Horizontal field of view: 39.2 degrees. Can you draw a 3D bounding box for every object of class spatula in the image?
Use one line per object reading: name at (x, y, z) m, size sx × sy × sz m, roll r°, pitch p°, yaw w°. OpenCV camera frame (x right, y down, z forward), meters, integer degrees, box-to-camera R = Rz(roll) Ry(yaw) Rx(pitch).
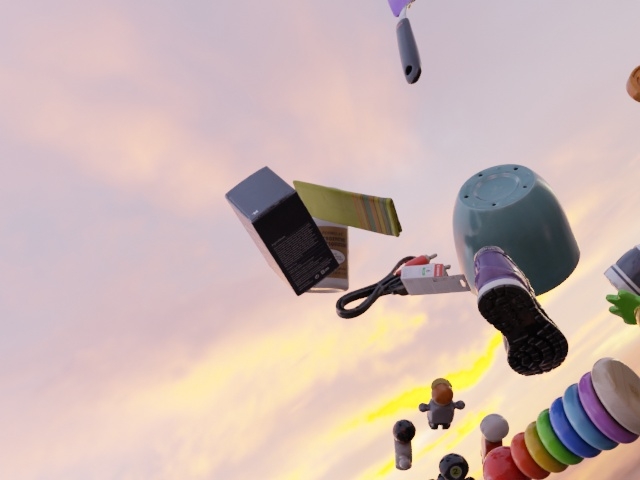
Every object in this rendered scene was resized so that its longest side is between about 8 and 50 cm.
spatula at (0.120, -0.312, 1.261) m, size 0.084 × 0.030 × 0.296 m, roll -49°, pitch 26°, yaw 38°

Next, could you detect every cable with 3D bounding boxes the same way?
cable at (0.159, 0.092, 2.075) m, size 0.287 × 0.139 × 0.072 m, roll -12°, pitch -46°, yaw -17°

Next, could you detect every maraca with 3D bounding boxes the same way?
maraca at (0.534, 0.117, 1.385) m, size 0.099 × 0.185 × 0.127 m, roll -62°, pitch -34°, yaw -24°

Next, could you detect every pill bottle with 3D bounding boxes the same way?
pill bottle at (0.000, 0.000, 2.023) m, size 0.131 × 0.229 × 0.131 m, roll 0°, pitch -9°, yaw 0°

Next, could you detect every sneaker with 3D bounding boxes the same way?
sneaker at (0.640, 0.115, 1.566) m, size 0.127 × 0.321 × 0.126 m, roll -46°, pitch 26°, yaw 12°
sneaker at (0.337, 0.115, 1.516) m, size 0.107 × 0.124 × 0.283 m, roll -21°, pitch -47°, yaw 15°

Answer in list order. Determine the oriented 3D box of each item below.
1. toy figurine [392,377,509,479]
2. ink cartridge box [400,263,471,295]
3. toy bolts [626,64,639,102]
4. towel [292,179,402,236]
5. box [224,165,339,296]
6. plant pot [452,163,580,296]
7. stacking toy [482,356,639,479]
toy figurine at (0.261, 0.413, 1.855) m, size 0.213 × 0.209 × 0.148 m, roll -35°, pitch -37°, yaw -28°
ink cartridge box at (0.207, 0.069, 1.606) m, size 0.115 × 0.029 × 0.063 m, roll -6°, pitch -34°, yaw 21°
toy bolts at (0.789, -0.322, 1.947) m, size 0.228 × 0.218 × 0.158 m, roll -58°, pitch -28°, yaw -19°
towel at (0.055, -0.070, 1.860) m, size 0.021 × 0.237 × 0.102 m, roll -53°, pitch -38°, yaw -33°
box at (-0.075, -0.020, 1.764) m, size 0.108 × 0.153 × 0.207 m, roll -36°, pitch -55°, yaw -8°
plant pot at (0.446, -0.037, 2.134) m, size 0.293 × 0.293 × 0.235 m, roll -35°, pitch -56°, yaw -17°
stacking toy at (0.409, 0.343, 1.544) m, size 0.330 × 0.141 × 0.141 m, roll -45°, pitch -17°, yaw 30°
